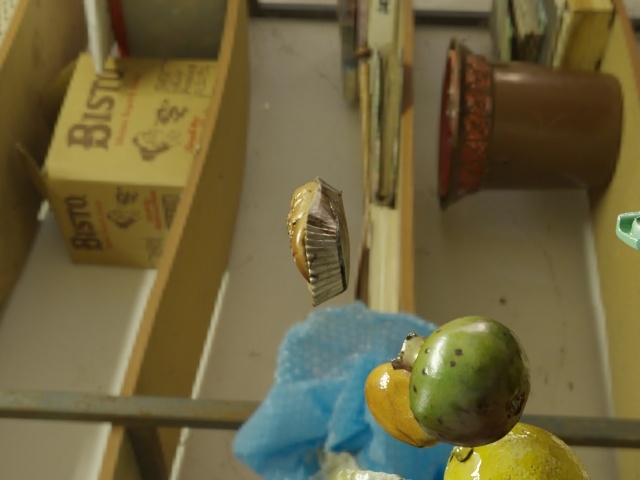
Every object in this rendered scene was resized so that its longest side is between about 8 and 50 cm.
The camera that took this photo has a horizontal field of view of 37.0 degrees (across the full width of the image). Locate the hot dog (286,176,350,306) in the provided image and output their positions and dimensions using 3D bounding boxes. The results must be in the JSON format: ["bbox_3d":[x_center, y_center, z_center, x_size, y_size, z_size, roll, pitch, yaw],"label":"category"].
[{"bbox_3d":[0.000,0.000,1.172,0.253,0.069,0.131,-86,-15,-74],"label":"hot dog"}]

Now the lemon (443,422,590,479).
[{"bbox_3d":[0.241,0.308,1.154,0.173,0.206,0.174,-37,45,48],"label":"lemon"}]

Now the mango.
[{"bbox_3d":[0.134,0.256,1.464,0.165,0.089,0.115,46,140,34],"label":"mango"}]

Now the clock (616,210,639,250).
[{"bbox_3d":[0.547,-0.009,1.532,0.135,0.101,0.041,-125,32,-64],"label":"clock"}]

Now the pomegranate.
[{"bbox_3d":[0.139,0.134,0.914,0.130,0.130,0.130,2,-90,-88],"label":"pomegranate"}]

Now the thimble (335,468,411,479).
[{"bbox_3d":[0.091,0.476,1.645,0.190,0.137,0.144,-25,49,60],"label":"thimble"}]
